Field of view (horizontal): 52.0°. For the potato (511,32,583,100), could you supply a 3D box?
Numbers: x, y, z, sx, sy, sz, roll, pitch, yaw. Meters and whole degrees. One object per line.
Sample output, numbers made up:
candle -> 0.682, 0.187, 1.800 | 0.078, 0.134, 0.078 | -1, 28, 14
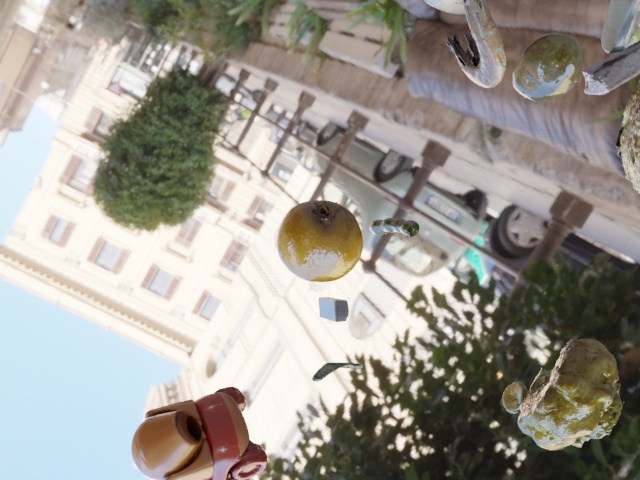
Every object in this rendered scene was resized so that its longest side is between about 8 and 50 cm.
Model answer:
potato -> 0.677, -0.513, 1.958 | 0.160, 0.177, 0.235 | 14, 164, -32

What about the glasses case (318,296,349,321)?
glasses case -> 0.040, 0.220, 2.109 | 0.047, 0.070, 0.205 | -2, 178, -15

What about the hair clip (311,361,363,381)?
hair clip -> 0.044, 0.346, 1.766 | 0.066, 0.036, 0.229 | 0, 179, 32

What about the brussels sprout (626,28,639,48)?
brussels sprout -> 0.859, -0.578, 1.740 | 0.146, 0.183, 0.131 | 14, -153, 41

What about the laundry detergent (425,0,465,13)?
laundry detergent -> 0.538, -0.936, 2.175 | 0.264, 0.398, 0.124 | -8, -112, -38

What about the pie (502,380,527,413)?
pie -> 0.493, 0.396, 1.659 | 0.020, 0.084, 0.084 | 21, -170, -18

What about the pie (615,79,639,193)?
pie -> 0.619, -0.203, 1.178 | 0.106, 0.257, 0.274 | 13, -148, 1

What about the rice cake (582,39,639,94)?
rice cake -> 0.727, -0.417, 1.440 | 0.064, 0.399, 0.070 | 66, 164, -16

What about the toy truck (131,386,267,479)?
toy truck -> -0.247, 0.410, 1.264 | 0.239, 0.264, 0.189 | -6, -132, -27

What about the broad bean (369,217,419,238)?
broad bean -> 0.189, -0.033, 1.662 | 0.052, 0.052, 0.256 | 33, 174, -19

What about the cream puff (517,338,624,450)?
cream puff -> 0.596, 0.370, 1.524 | 0.185, 0.281, 0.282 | 33, -172, 14

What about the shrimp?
shrimp -> 0.264, -0.373, 1.145 | 0.152, 0.046, 0.219 | -136, 23, -70

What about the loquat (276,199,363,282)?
loquat -> 0.000, 0.000, 1.577 | 0.208, 0.208, 0.208 | 29, -172, -4

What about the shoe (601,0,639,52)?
shoe -> 0.648, -0.481, 1.354 | 0.078, 0.195, 0.079 | -4, -137, -14
